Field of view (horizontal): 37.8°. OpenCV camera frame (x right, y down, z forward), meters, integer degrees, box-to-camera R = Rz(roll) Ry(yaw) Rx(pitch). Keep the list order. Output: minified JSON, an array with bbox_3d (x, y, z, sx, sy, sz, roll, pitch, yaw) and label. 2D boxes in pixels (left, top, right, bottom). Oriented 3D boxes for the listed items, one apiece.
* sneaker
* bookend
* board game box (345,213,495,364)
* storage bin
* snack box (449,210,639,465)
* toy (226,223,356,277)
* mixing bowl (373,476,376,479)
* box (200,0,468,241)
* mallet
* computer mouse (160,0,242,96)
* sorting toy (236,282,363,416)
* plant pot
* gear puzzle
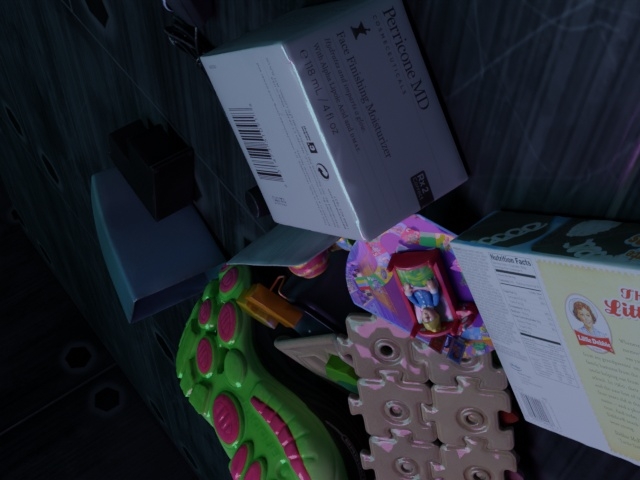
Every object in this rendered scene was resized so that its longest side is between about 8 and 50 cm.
[{"bbox_3d":[-0.059,0.209,1.303,0.202,0.185,0.482,25,-156,-39],"label":"sneaker"},{"bbox_3d":[-0.272,-0.138,1.476,0.157,0.072,0.156,51,157,20],"label":"bookend"},{"bbox_3d":[0.100,0.052,0.843,0.169,0.033,0.133,28,132,-1],"label":"board game box"},{"bbox_3d":[-0.001,0.058,1.095,0.098,0.091,0.135,36,164,-17],"label":"storage bin"},{"bbox_3d":[0.236,0.080,0.667,0.322,0.060,0.187,11,130,62],"label":"snack box"},{"bbox_3d":[0.000,0.000,0.981,0.056,0.137,0.237,55,160,-10],"label":"toy"},{"bbox_3d":[0.132,0.321,1.122,0.181,0.182,0.098,64,-166,-14],"label":"mixing bowl"},{"bbox_3d":[0.008,-0.110,0.830,0.182,0.119,0.180,12,130,61],"label":"box"},{"bbox_3d":[-0.083,-0.122,1.145,0.039,0.062,0.189,132,120,-67],"label":"mallet"},{"bbox_3d":[-0.148,-0.269,1.041,0.184,0.060,0.262,47,157,28],"label":"computer mouse"},{"bbox_3d":[0.020,0.154,1.102,0.307,0.041,0.229,35,165,-14],"label":"sorting toy"},{"bbox_3d":[-0.294,-0.011,1.584,0.234,0.166,0.165,62,160,10],"label":"plant pot"},{"bbox_3d":[0.110,0.126,0.945,0.176,0.044,0.338,2,122,22],"label":"gear puzzle"}]
